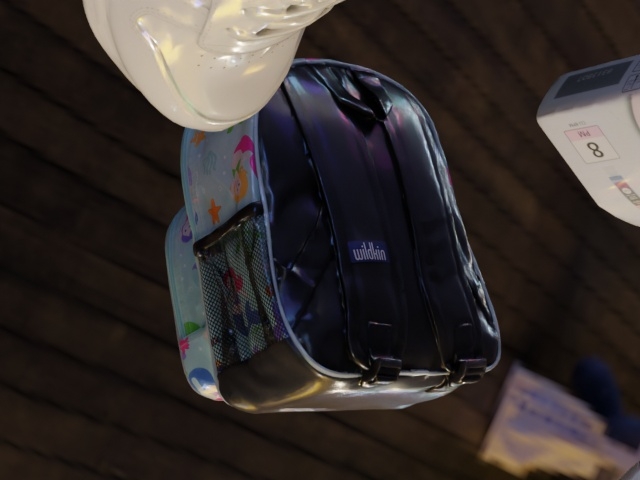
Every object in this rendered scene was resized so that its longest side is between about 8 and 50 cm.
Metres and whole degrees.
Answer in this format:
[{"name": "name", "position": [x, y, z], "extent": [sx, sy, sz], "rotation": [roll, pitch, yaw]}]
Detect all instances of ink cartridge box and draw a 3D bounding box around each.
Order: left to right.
[{"name": "ink cartridge box", "position": [0.280, -0.030, 1.208], "extent": [0.232, 0.189, 0.066], "rotation": [53, 53, -21]}]

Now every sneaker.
[{"name": "sneaker", "position": [-0.019, -0.135, 0.774], "extent": [0.114, 0.152, 0.305], "rotation": [-28, 153, -29]}]

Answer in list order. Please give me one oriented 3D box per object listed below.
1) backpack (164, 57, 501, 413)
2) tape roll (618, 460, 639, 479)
[{"name": "backpack", "position": [0.000, 0.000, 1.347], "extent": [0.225, 0.191, 0.253], "rotation": [2, 73, -43]}, {"name": "tape roll", "position": [0.317, 0.275, 1.070], "extent": [0.392, 0.392, 0.072], "rotation": [-59, 177, -16]}]
